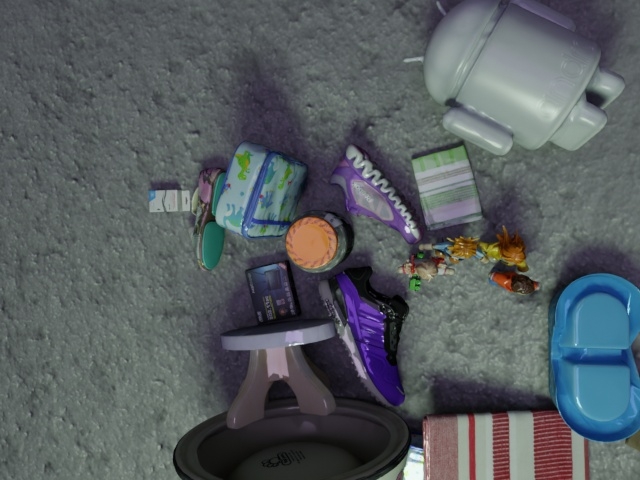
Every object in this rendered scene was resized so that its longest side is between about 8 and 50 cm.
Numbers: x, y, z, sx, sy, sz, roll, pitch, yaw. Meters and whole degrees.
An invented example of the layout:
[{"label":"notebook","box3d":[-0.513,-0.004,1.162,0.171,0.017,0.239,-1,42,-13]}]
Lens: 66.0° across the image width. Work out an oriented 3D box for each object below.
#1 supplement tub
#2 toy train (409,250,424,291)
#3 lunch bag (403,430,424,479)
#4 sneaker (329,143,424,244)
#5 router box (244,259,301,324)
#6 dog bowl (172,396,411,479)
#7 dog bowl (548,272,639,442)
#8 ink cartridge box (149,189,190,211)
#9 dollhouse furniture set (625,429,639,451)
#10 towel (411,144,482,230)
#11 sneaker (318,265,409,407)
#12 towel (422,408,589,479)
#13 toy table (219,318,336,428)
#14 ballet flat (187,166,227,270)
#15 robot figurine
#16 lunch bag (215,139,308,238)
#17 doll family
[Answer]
[{"label":"supplement tub","box3d":[0.000,0.000,0.949,0.117,0.190,0.117,0,92,10]},{"label":"toy train","box3d":[0.195,0.063,1.005,0.023,0.017,0.083,7,93,21]},{"label":"lunch bag","box3d":[0.179,0.454,0.983,0.151,0.096,0.129,9,94,-1]},{"label":"sneaker","box3d":[0.106,-0.077,0.984,0.104,0.095,0.236,-42,80,16]},{"label":"router box","box3d":[-0.100,0.110,1.049,0.092,0.038,0.122,-14,90,11]},{"label":"dog bowl","box3d":[-0.042,0.410,0.862,0.407,0.408,0.150,-3,91,10]},{"label":"dog bowl","box3d":[0.504,0.210,0.910,0.165,0.074,0.297,1,86,3]},{"label":"ink cartridge box","box3d":[-0.333,-0.087,1.088,0.083,0.028,0.048,-2,92,10]},{"label":"dollhouse furniture set","box3d":[0.697,0.404,0.892,0.262,0.135,0.259,13,83,9]},{"label":"towel","box3d":[0.252,-0.104,0.989,0.113,0.023,0.152,-13,88,8]},{"label":"sneaker","box3d":[0.120,0.183,0.980,0.146,0.102,0.293,-28,87,9]},{"label":"towel","box3d":[0.351,0.441,0.932,0.329,0.037,0.237,1,87,-9]},{"label":"toy table","box3d":[-0.080,0.246,0.957,0.274,0.252,0.161,-13,85,54]},{"label":"ballet flat","box3d":[-0.245,-0.047,1.059,0.079,0.077,0.222,6,89,28]},{"label":"robot figurine","box3d":[0.334,-0.296,0.873,0.353,0.200,0.300,29,77,8]},{"label":"lunch bag","box3d":[-0.108,-0.087,0.952,0.090,0.219,0.176,23,95,15]},{"label":"doll family","box3d":[0.278,0.026,0.905,0.262,0.163,0.118,8,90,3]}]
